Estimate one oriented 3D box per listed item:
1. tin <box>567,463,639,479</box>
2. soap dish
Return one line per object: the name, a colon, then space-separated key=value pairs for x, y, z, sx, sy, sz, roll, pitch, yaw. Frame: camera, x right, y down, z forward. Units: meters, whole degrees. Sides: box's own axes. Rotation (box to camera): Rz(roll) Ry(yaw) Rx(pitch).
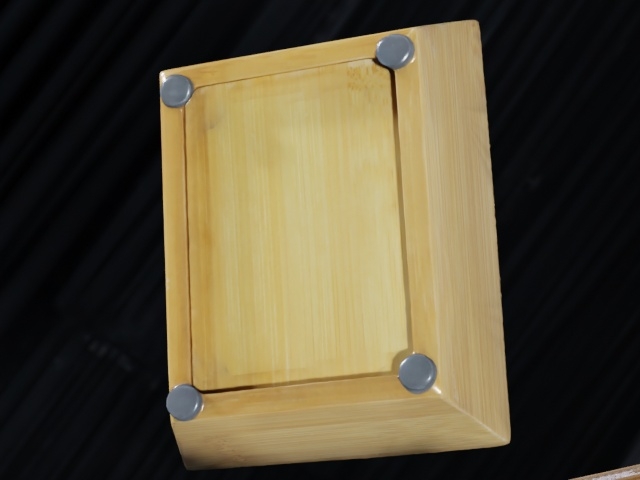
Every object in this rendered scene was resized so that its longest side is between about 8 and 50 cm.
tin: x=0.301 y=0.279 z=1.632 sx=0.040 sy=0.190 sz=0.106 roll=-25 pitch=-80 yaw=-83
soap dish: x=0.000 y=0.000 z=1.109 sx=0.229 sy=0.291 sz=0.118 roll=-7 pitch=168 yaw=19
